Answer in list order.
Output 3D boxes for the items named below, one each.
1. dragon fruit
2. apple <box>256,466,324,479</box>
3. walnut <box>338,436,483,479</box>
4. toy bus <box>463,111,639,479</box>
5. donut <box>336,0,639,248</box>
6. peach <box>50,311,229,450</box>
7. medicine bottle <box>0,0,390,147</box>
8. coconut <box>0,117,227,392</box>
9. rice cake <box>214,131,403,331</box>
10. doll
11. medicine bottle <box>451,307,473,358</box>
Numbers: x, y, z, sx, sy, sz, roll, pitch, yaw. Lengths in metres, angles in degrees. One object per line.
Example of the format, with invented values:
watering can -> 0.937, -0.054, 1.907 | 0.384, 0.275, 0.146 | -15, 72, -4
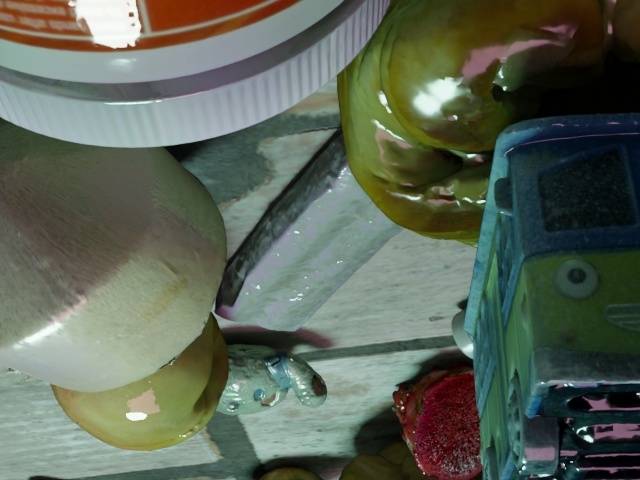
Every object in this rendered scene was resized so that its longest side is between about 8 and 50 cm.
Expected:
dragon fruit -> 0.152, 0.213, 1.323 | 0.153, 0.153, 0.111 | 17, -175, -32
apple -> -0.043, 0.401, 1.549 | 0.146, 0.146, 0.131 | 9, 123, -22
walnut -> 0.148, 0.401, 1.425 | 0.333, 0.333, 0.333 | -4, 149, -2
toy bus -> 0.180, 0.071, 0.684 | 0.152, 0.190, 0.312 | -1, 153, 3
donut -> 0.192, -0.106, 0.730 | 0.360, 0.170, 0.360 | -3, 150, -2
peach -> -0.180, 0.113, 1.028 | 0.184, 0.184, 0.184 | -4, 149, -2
medicine bottle -> -0.086, -0.205, 0.441 | 0.252, 0.252, 0.241 | -4, 148, -2
coconut -> -0.194, -0.003, 0.804 | 0.224, 0.224, 0.234 | -23, 151, 27
rice cake -> -0.002, 0.000, 0.983 | 0.106, 0.050, 0.298 | 12, 145, -26
doll -> -0.098, 0.155, 1.206 | 0.214, 0.071, 0.103 | 5, 136, 0
medicine bottle -> 0.193, 0.086, 1.144 | 0.058, 0.058, 0.091 | 22, 140, -37
